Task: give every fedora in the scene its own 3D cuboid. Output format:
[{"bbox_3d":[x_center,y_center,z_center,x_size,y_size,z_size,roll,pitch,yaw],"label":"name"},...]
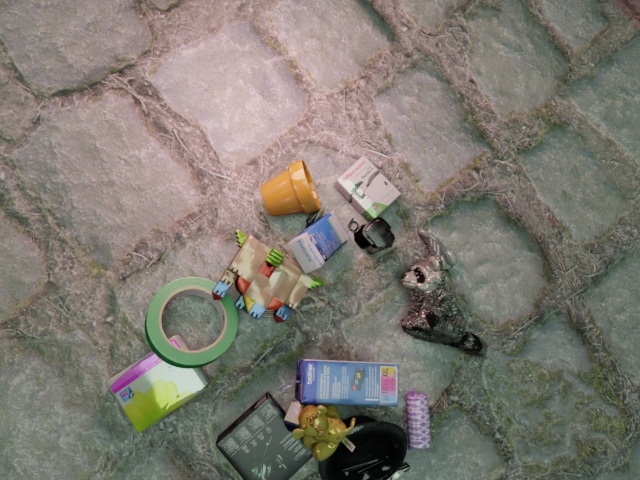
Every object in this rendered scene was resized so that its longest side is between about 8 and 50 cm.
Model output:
[{"bbox_3d":[0.137,0.739,1.700,0.334,0.152,0.334,-5,110,-15],"label":"fedora"}]

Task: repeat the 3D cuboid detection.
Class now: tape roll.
[{"bbox_3d":[-0.462,0.293,1.704,0.321,0.077,0.321,11,62,-21],"label":"tape roll"}]

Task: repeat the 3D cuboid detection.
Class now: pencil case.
[{"bbox_3d":[0.369,0.682,1.788,0.086,0.088,0.206,0,82,-3],"label":"pencil case"}]

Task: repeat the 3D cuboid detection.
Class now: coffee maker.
[{"bbox_3d":[0.191,-0.024,1.831,0.171,0.178,0.120,25,79,-2],"label":"coffee maker"}]

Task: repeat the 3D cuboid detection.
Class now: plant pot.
[{"bbox_3d":[-0.122,-0.184,1.825,0.188,0.205,0.205,-19,84,7],"label":"plant pot"}]

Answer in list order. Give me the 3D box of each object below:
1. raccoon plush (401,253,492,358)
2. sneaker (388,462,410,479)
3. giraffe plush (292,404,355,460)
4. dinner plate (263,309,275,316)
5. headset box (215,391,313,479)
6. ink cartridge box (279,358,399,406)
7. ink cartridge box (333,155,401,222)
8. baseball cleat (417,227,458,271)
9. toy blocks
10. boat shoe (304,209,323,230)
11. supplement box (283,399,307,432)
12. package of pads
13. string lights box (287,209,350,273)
[{"bbox_3d":[0.492,0.256,1.862,0.446,0.216,0.299,31,62,-30],"label":"raccoon plush"},{"bbox_3d":[0.289,0.877,1.779,0.109,0.040,0.044,-23,101,-6],"label":"sneaker"},{"bbox_3d":[-0.008,0.605,1.536,0.170,0.210,0.181,42,63,-31],"label":"giraffe plush"},{"bbox_3d":[-0.198,0.224,1.832,0.141,0.017,0.141,1,82,-7],"label":"dinner plate"},{"bbox_3d":[-0.189,0.740,1.695,0.246,0.131,0.283,-41,87,-11],"label":"headset box"},{"bbox_3d":[0.054,0.504,1.688,0.395,0.270,0.151,6,74,-5],"label":"ink cartridge box"},{"bbox_3d":[0.185,-0.206,1.902,0.160,0.092,0.219,-44,89,-11],"label":"ink cartridge box"},{"bbox_3d":[0.455,0.043,1.906,0.206,0.072,0.109,40,86,5],"label":"baseball cleat"},{"bbox_3d":[-0.214,0.170,1.737,0.381,0.191,0.261,33,76,-11],"label":"toy blocks"},{"bbox_3d":[-0.035,-0.071,1.884,0.042,0.049,0.133,25,84,23],"label":"boat shoe"},{"bbox_3d":[-0.079,0.610,1.627,0.056,0.083,0.083,11,51,21],"label":"supplement box"},{"bbox_3d":[-0.576,0.515,1.703,0.296,0.101,0.229,-35,86,-10],"label":"package of pads"},{"bbox_3d":[0.000,0.000,1.770,0.133,0.076,0.259,59,39,-8],"label":"string lights box"}]
